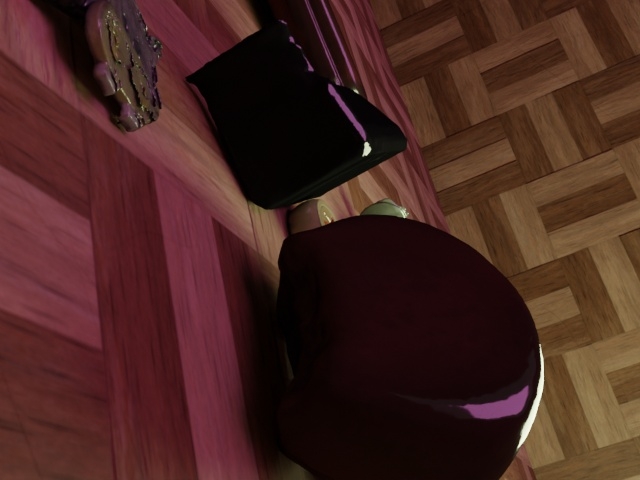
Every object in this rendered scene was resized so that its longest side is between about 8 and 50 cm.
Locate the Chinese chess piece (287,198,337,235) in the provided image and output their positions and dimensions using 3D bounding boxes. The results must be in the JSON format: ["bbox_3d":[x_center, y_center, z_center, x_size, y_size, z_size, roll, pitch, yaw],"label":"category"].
[{"bbox_3d":[0.000,0.000,1.152,0.122,0.051,0.122,58,18,-31],"label":"Chinese chess piece"}]

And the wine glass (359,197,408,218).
[{"bbox_3d":[0.119,0.024,1.440,0.103,0.103,0.222,59,17,-30],"label":"wine glass"}]

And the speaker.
[{"bbox_3d":[-0.014,-0.166,1.114,0.184,0.180,0.388,63,15,1],"label":"speaker"}]

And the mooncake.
[{"bbox_3d":[0.075,0.127,0.858,0.333,0.174,0.326,-18,51,-37],"label":"mooncake"}]

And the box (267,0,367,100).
[{"bbox_3d":[-0.024,-0.409,1.519,0.263,0.108,0.404,-50,118,-83],"label":"box"}]

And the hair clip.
[{"bbox_3d":[-0.193,-0.188,0.739,0.187,0.056,0.146,53,27,-53],"label":"hair clip"}]
